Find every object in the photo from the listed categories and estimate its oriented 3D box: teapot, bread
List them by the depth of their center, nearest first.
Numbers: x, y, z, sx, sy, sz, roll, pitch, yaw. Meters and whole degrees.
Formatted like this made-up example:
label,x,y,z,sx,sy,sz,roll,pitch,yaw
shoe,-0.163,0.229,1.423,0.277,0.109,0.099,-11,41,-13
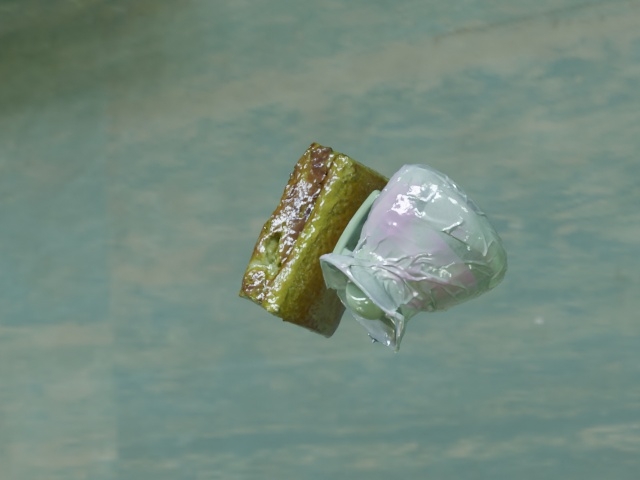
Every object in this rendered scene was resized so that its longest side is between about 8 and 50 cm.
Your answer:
label,x,y,z,sx,sy,sz,roll,pitch,yaw
teapot,0.033,0.006,0.835,0.064,0.064,0.083,-41,32,-13
bread,0.000,0.000,1.931,0.103,0.132,0.172,25,90,34
